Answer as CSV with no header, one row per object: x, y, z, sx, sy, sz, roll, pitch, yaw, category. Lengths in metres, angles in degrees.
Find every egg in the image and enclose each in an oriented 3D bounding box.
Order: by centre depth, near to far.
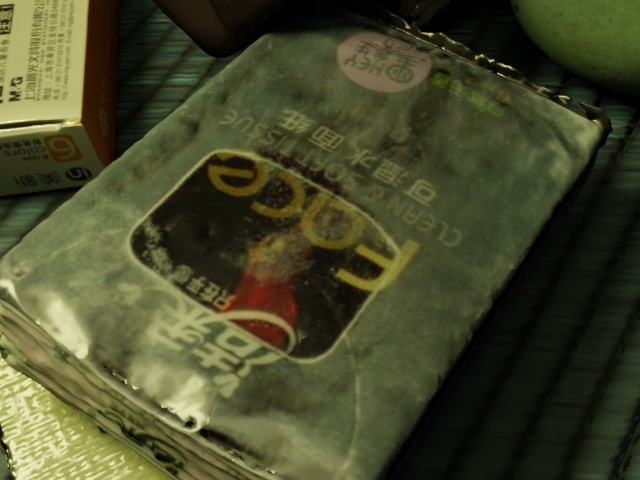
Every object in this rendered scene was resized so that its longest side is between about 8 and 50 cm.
0.262,-0.194,0.716,0.237,0.169,0.169,11,59,13,egg

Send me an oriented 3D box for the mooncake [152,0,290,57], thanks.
-0.025,-0.279,0.731,0.141,0.283,0.283,44,65,-11,mooncake

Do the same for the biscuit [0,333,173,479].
-0.121,0.141,0.608,0.147,0.046,0.250,-26,58,-14,biscuit

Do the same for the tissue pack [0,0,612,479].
0.000,0.000,0.617,0.259,0.122,0.361,30,53,18,tissue pack

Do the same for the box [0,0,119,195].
-0.287,-0.162,0.794,0.221,0.091,0.273,-6,57,3,box

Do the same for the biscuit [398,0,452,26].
0.143,-0.291,0.783,0.239,0.062,0.108,-40,42,18,biscuit
